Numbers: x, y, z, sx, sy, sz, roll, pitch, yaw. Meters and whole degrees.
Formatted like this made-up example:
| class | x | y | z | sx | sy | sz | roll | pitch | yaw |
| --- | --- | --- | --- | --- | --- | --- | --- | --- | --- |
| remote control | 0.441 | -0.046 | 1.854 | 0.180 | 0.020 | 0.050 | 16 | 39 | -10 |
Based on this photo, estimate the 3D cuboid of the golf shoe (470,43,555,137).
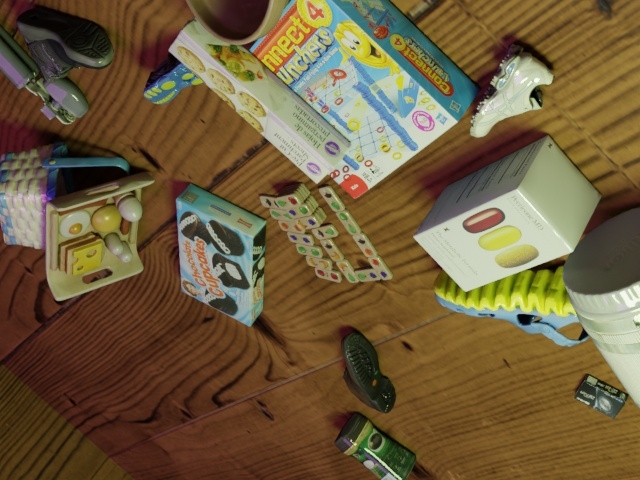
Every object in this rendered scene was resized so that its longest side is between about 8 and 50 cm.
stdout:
| class | x | y | z | sx | sy | sz | roll | pitch | yaw |
| --- | --- | --- | --- | --- | --- | --- | --- | --- | --- |
| golf shoe | 0.277 | -0.200 | 1.492 | 0.086 | 0.069 | 0.176 | 28 | 146 | 2 |

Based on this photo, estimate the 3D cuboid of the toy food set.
| class | x | y | z | sx | sy | sz | roll | pitch | yaw |
| --- | --- | --- | --- | --- | --- | --- | --- | --- | --- |
| toy food set | -0.468 | -0.004 | 2.187 | 0.092 | 0.219 | 0.306 | 51 | 145 | 28 |

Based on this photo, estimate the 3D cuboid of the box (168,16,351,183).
| class | x | y | z | sx | sy | sz | roll | pitch | yaw |
| --- | --- | --- | --- | --- | --- | --- | --- | --- | --- |
| box | -0.096 | -0.227 | 1.627 | 0.324 | 0.063 | 0.067 | 42 | 146 | -8 |

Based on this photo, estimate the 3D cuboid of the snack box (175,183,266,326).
| class | x | y | z | sx | sy | sz | roll | pitch | yaw |
| --- | --- | --- | --- | --- | --- | --- | --- | --- | --- |
| snack box | -0.212 | 0.037 | 2.185 | 0.187 | 0.060 | 0.322 | 26 | 144 | 16 |

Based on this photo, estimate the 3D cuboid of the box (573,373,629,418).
| class | x | y | z | sx | sy | sz | roll | pitch | yaw |
| --- | --- | --- | --- | --- | --- | --- | --- | --- | --- |
| box | 0.517 | 0.287 | 1.883 | 0.083 | 0.018 | 0.067 | 28 | 144 | 12 |

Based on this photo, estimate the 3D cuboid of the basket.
| class | x | y | z | sx | sy | sz | roll | pitch | yaw |
| --- | --- | --- | --- | --- | --- | --- | --- | --- | --- |
| basket | -0.555 | -0.094 | 2.233 | 0.288 | 0.201 | 0.255 | 5 | 140 | -4 |

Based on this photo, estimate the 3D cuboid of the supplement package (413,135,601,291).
| class | x | y | z | sx | sy | sz | roll | pitch | yaw |
| --- | --- | --- | --- | --- | --- | --- | --- | --- | --- |
| supplement package | 0.290 | -0.038 | 1.604 | 0.139 | 0.134 | 0.244 | 45 | 144 | -12 |

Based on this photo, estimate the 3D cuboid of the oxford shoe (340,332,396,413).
| class | x | y | z | sx | sy | sz | roll | pitch | yaw |
| --- | --- | --- | --- | --- | --- | --- | --- | --- | --- |
| oxford shoe | 0.080 | 0.285 | 2.203 | 0.096 | 0.083 | 0.227 | 11 | 137 | 39 |

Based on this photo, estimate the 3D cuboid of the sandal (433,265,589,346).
| class | x | y | z | sx | sy | sz | roll | pitch | yaw |
| --- | --- | --- | --- | --- | --- | --- | --- | --- | --- |
| sandal | 0.340 | 0.110 | 1.748 | 0.317 | 0.126 | 0.138 | 10 | 141 | 35 |

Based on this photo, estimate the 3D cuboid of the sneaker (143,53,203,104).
| class | x | y | z | sx | sy | sz | roll | pitch | yaw |
| --- | --- | --- | --- | --- | --- | --- | --- | --- | --- |
| sneaker | -0.244 | -0.307 | 1.807 | 0.188 | 0.078 | 0.067 | -21 | 146 | 36 |

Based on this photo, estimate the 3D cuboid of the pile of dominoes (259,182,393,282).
| class | x | y | z | sx | sy | sz | roll | pitch | yaw |
| --- | --- | --- | --- | --- | --- | --- | --- | --- | --- |
| pile of dominoes | 0.000 | 0.000 | 1.979 | 0.196 | 0.040 | 0.251 | -10 | 123 | 46 |

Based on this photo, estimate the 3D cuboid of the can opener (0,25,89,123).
| class | x | y | z | sx | sy | sz | roll | pitch | yaw |
| --- | --- | --- | --- | --- | --- | --- | --- | --- | --- |
| can opener | -0.585 | -0.355 | 2.067 | 0.095 | 0.076 | 0.283 | -35 | 108 | 20 |

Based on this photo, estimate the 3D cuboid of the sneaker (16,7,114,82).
| class | x | y | z | sx | sy | sz | roll | pitch | yaw |
| --- | --- | --- | --- | --- | --- | --- | --- | --- | --- |
| sneaker | -0.471 | -0.352 | 1.942 | 0.227 | 0.087 | 0.130 | 22 | 144 | 25 |

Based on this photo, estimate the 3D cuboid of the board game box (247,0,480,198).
| class | x | y | z | sx | sy | sz | roll | pitch | yaw |
| --- | --- | --- | --- | --- | --- | --- | --- | --- | --- |
| board game box | 0.042 | -0.248 | 1.617 | 0.302 | 0.086 | 0.308 | 42 | 145 | -8 |

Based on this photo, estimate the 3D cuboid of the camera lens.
| class | x | y | z | sx | sy | sz | roll | pitch | yaw |
| --- | --- | --- | --- | --- | --- | --- | --- | --- | --- |
| camera lens | 0.511 | 0.112 | 1.512 | 0.219 | 0.219 | 0.274 | -13 | 122 | 48 |

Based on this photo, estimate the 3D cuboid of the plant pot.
| class | x | y | z | sx | sy | sz | roll | pitch | yaw |
| --- | --- | --- | --- | --- | --- | --- | --- | --- | --- |
| plant pot | -0.107 | -0.416 | 1.502 | 0.237 | 0.109 | 0.237 | 27 | 129 | 38 |

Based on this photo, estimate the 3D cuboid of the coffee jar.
| class | x | y | z | sx | sy | sz | roll | pitch | yaw |
| --- | --- | --- | --- | --- | --- | --- | --- | --- | --- |
| coffee jar | 0.126 | 0.491 | 2.385 | 0.184 | 0.096 | 0.079 | 38 | 142 | -1 |
